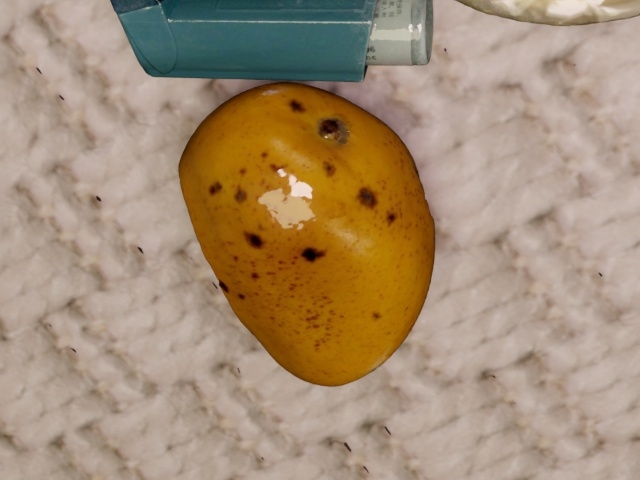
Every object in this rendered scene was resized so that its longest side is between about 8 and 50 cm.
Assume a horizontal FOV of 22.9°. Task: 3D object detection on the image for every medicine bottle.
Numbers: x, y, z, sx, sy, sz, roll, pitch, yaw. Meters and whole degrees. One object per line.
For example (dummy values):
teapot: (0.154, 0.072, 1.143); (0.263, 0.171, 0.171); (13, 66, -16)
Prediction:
medicine bottle: (-0.043, -0.182, 1.227); (0.258, 0.079, 0.124); (4, 124, 9)

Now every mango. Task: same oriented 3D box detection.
mango: (0.000, 0.000, 1.301); (0.191, 0.160, 0.290); (-10, 126, 8)

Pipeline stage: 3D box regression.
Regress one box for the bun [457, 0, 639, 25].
bun: (0.162, -0.327, 1.008); (0.364, 0.202, 0.364); (4, 118, 8)
